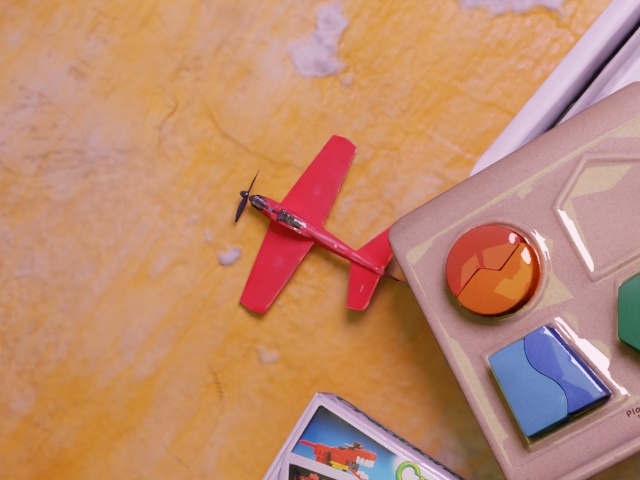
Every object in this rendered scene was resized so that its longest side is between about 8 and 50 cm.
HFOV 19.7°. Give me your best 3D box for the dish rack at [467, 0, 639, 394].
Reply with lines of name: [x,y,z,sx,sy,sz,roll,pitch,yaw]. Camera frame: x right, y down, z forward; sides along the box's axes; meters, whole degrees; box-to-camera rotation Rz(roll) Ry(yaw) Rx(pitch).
dish rack: [0.291,-0.054,1.254,0.285,0.072,0.333,43,96,24]

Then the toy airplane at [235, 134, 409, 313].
toy airplane: [0.000,0.000,1.371,0.151,0.028,0.151,-2,82,16]

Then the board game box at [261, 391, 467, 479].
board game box: [0.077,0.269,1.303,0.305,0.053,0.193,33,94,17]

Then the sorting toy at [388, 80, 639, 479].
sorting toy: [0.213,0.010,1.214,0.307,0.041,0.229,-31,69,15]
